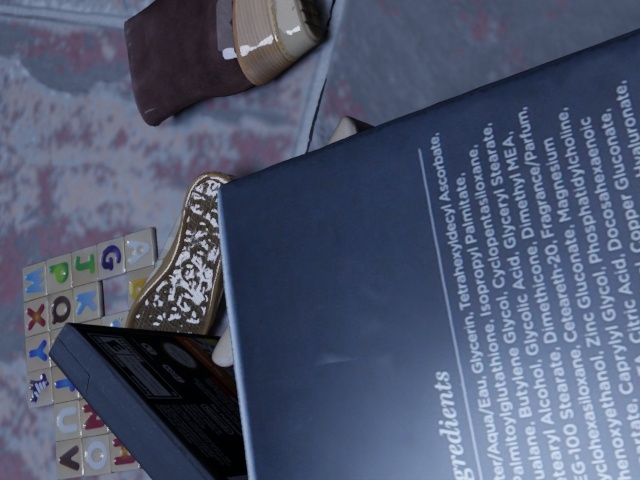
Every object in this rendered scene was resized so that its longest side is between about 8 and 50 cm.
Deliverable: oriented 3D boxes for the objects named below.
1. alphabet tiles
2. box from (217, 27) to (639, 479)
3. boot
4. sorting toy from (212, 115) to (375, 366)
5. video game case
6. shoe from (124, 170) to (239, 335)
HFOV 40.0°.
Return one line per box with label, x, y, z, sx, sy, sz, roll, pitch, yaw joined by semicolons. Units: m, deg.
alphabet tiles;-0.238;0.122;0.913;0.198;0.009;0.237;-15;74;30
box;0.193;0.037;0.482;0.396;0.293;0.212;-18;73;29
boot;-0.115;-0.253;0.844;0.207;0.090;0.248;-18;77;27
sorting toy;0.000;0.000;0.678;0.038;0.208;0.193;30;100;7
video game case;-0.023;0.157;0.626;0.275;0.248;0.035;38;102;31
shoe;-0.122;0.036;0.830;0.077;0.058;0.219;26;102;2
